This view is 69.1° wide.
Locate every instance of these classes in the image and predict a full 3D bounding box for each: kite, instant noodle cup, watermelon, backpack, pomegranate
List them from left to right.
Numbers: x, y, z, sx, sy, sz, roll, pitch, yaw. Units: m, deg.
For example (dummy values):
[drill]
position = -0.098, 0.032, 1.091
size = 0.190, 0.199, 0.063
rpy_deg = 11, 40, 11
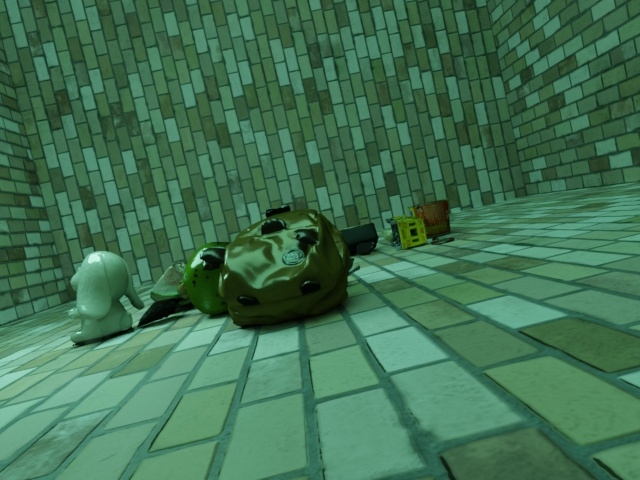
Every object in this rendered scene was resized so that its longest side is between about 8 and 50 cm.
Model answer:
[kite]
position = -0.482, 0.220, 1.592
size = 0.286, 0.015, 0.152
rpy_deg = -17, -25, -52
[watermelon]
position = -0.517, 0.164, 1.781
size = 0.224, 0.179, 0.305
rpy_deg = -2, 0, -2
[pomegranate]
position = -0.341, 0.121, 1.461
size = 0.302, 0.235, 0.236
rpy_deg = -10, 4, 37
[backpack]
position = -0.103, 0.049, 1.180
size = 0.354, 0.201, 0.378
rpy_deg = -13, 31, 0
[instant noodle cup]
position = 0.552, -0.106, 2.325
size = 0.214, 0.174, 0.213
rpy_deg = -12, 2, 0

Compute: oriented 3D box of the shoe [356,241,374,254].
[shoe]
position = 0.222, 0.039, 2.175
size = 0.053, 0.062, 0.159
rpy_deg = 15, -13, -18

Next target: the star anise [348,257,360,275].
[star anise]
position = 0.010, 0.095, 1.418
size = 0.263, 0.081, 0.230
rpy_deg = 10, -39, -28

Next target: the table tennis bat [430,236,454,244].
[table tennis bat]
position = 0.513, 0.001, 1.991
size = 0.098, 0.019, 0.155
rpy_deg = -13, 6, -4

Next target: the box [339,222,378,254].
[box]
position = 0.181, -0.001, 2.299
size = 0.201, 0.090, 0.144
rpy_deg = -12, -28, -11

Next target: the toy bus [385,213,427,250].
[toy bus]
position = 0.396, -0.046, 2.157
size = 0.152, 0.144, 0.330
rpy_deg = -13, 4, 4

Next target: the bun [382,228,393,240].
[bun]
position = 0.399, -0.030, 2.561
size = 0.115, 0.069, 0.115
rpy_deg = -12, 1, 0

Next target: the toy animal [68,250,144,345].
[toy animal]
position = -0.686, 0.186, 1.474
size = 0.174, 0.289, 0.249
rpy_deg = -11, 24, 12
